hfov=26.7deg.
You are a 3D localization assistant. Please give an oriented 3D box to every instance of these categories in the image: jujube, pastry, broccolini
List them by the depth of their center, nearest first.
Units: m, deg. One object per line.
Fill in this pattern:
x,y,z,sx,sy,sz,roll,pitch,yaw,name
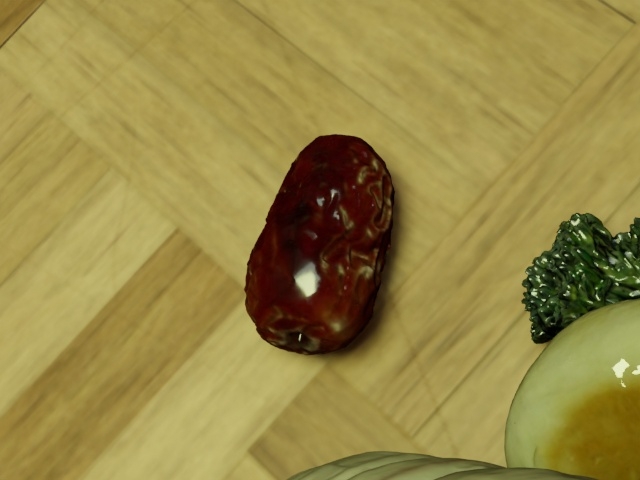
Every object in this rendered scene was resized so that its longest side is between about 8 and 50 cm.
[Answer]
0.166,0.099,0.624,0.156,0.092,0.156,6,104,26,pastry
0.203,0.044,0.690,0.202,0.068,0.091,16,88,7,broccolini
0.000,0.000,0.750,0.077,0.077,0.129,4,66,19,jujube

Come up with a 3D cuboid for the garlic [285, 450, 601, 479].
0.045,0.228,0.511,0.259,0.317,0.317,0,62,-27,garlic
